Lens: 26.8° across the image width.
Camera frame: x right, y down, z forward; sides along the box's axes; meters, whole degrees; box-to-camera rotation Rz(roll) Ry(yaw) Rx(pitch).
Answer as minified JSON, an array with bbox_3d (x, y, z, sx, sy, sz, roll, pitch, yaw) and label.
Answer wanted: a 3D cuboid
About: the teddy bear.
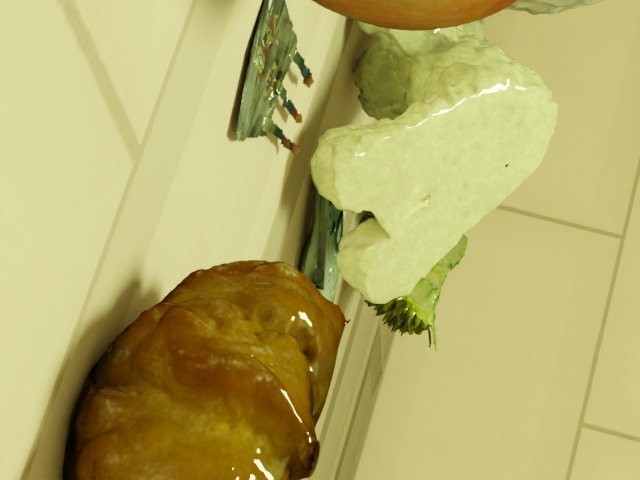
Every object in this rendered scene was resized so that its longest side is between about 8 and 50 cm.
[{"bbox_3d":[0.081,-0.157,1.566,0.375,0.362,0.327,-32,130,-18],"label":"teddy bear"}]

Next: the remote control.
[{"bbox_3d":[0.002,0.000,1.575,0.097,0.045,0.256,-67,165,-58],"label":"remote control"}]

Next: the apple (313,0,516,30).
[{"bbox_3d":[0.057,-0.270,0.914,0.253,0.253,0.254,14,90,-82],"label":"apple"}]

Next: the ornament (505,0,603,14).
[{"bbox_3d":[0.278,-0.445,1.668,0.337,0.337,0.337,14,90,-82],"label":"ornament"}]

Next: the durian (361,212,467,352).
[{"bbox_3d":[0.145,0.017,2.129,0.352,0.169,0.158,-60,163,-59],"label":"durian"}]

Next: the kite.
[{"bbox_3d":[-0.036,-0.135,1.170,0.245,0.015,0.141,41,65,-77],"label":"kite"}]

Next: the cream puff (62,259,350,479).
[{"bbox_3d":[-0.080,0.128,0.892,0.269,0.154,0.241,-70,178,-76],"label":"cream puff"}]
